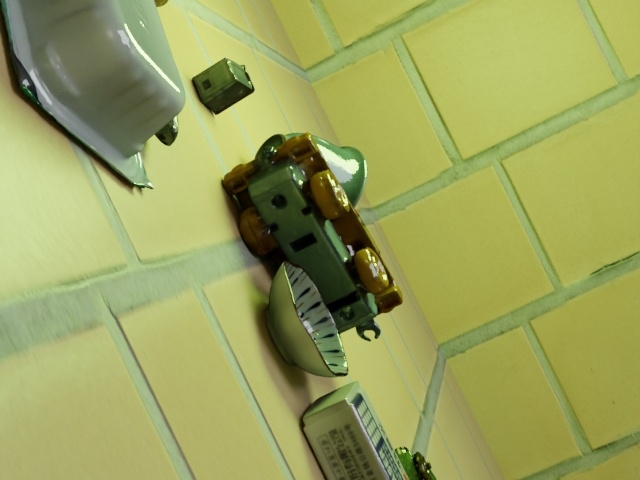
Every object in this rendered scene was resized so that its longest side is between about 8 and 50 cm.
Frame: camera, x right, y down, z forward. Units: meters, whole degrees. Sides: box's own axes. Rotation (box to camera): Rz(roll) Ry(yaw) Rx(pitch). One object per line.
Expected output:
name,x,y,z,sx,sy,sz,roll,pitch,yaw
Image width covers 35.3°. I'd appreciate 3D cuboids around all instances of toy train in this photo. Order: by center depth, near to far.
toy train,0.158,0.433,1.567,0.226,0.090,0.137,-105,168,-49
toy train,0.000,0.000,1.617,0.369,0.163,0.232,59,12,-20

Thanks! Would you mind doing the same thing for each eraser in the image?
eraser,0.074,0.340,1.376,0.279,0.081,0.124,64,10,1

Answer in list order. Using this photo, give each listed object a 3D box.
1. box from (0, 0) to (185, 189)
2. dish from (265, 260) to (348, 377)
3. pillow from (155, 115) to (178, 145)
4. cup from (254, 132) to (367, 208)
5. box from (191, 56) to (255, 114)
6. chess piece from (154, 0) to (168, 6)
box,-0.251,-0.249,1.126,0.264,0.106,0.337,45,20,-60
dish,-0.031,0.124,1.433,0.191,0.066,0.191,59,12,-21
pillow,-0.225,-0.227,1.295,0.093,0.051,0.241,140,-63,-67
cup,-0.039,-0.116,1.772,0.150,0.199,0.199,34,26,-34
box,-0.164,-0.261,1.683,0.063,0.084,0.060,30,35,-64
chess piece,-0.267,-0.428,1.648,0.066,0.066,0.122,58,17,-31
